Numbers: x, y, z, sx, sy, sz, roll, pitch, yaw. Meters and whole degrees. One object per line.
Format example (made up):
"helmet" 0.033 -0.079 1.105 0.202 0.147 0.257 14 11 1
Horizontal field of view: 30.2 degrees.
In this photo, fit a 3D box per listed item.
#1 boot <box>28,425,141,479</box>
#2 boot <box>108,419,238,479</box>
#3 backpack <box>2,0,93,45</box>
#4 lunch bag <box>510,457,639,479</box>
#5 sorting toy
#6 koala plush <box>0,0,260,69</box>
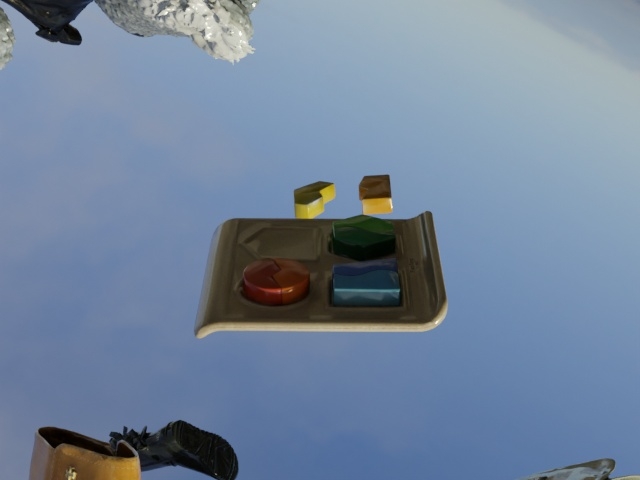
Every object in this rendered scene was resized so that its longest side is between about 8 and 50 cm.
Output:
"boot" -0.166 0.278 0.953 0.104 0.211 0.295 2 -169 -45
"boot" -0.159 0.230 1.263 0.121 0.099 0.045 40 -137 -41
"backpack" -0.332 -0.402 1.313 0.276 0.213 0.263 30 -139 -38
"lunch bag" 0.281 0.361 1.405 0.287 0.235 0.169 29 -132 -45
"sorting toy" 0.000 0.000 1.175 0.229 0.041 0.307 -4 -153 2
"koala plush" -0.131 -0.202 0.773 0.221 0.203 0.196 22 -137 -7
